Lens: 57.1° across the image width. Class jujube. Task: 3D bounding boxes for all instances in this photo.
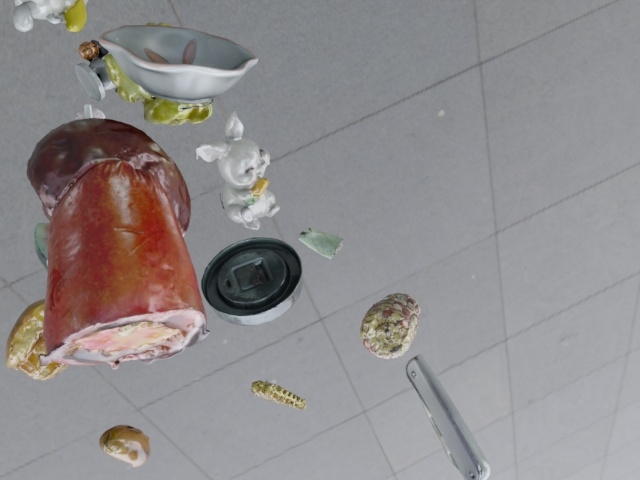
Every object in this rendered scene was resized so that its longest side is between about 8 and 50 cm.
[{"bbox_3d":[-0.426,-0.094,1.236,0.277,0.276,0.377,-25,161,-5],"label":"jujube"}]

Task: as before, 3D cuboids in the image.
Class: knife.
[{"bbox_3d":[0.245,0.355,1.168,0.041,0.265,0.073,-6,148,-38],"label":"knife"}]

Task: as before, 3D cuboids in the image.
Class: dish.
[{"bbox_3d":[-0.210,-0.254,0.879,0.229,0.229,0.081,-2,124,-24],"label":"dish"}]

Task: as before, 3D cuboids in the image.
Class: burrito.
[{"bbox_3d":[-0.001,0.002,1.584,0.118,0.074,0.044,23,137,5],"label":"burrito"}]

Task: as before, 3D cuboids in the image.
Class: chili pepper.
[{"bbox_3d":[-0.330,0.050,0.973,0.229,0.305,0.251,15,135,-39],"label":"chili pepper"}]

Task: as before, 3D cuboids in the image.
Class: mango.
[{"bbox_3d":[-0.376,0.392,1.134,0.063,0.077,0.127,-51,142,-8],"label":"mango"}]

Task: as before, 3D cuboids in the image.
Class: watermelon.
[{"bbox_3d":[-0.825,0.042,1.959,0.201,0.213,0.261,-34,151,-11],"label":"watermelon"}]

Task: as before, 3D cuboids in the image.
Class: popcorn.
[{"bbox_3d":[-0.348,-0.383,1.371,0.235,0.250,0.241,-10,105,27],"label":"popcorn"}]

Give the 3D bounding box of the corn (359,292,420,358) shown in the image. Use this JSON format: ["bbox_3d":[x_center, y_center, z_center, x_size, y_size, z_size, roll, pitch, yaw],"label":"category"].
[{"bbox_3d":[0.140,0.149,1.103,0.098,0.098,0.290,-44,173,14],"label":"corn"}]

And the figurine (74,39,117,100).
[{"bbox_3d":[-0.624,-0.549,1.798,0.236,0.133,0.176,-41,118,-28],"label":"figurine"}]

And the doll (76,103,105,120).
[{"bbox_3d":[-0.667,-0.327,1.702,0.081,0.207,0.129,-5,125,-15],"label":"doll"}]

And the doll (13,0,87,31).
[{"bbox_3d":[-0.692,-0.617,1.468,0.111,0.237,0.252,-31,178,30],"label":"doll"}]

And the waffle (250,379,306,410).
[{"bbox_3d":[-0.108,0.431,1.631,0.192,0.046,0.161,27,158,-24],"label":"waffle"}]

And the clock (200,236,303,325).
[{"bbox_3d":[-0.202,0.120,1.776,0.313,0.312,0.061,-21,137,-9],"label":"clock"}]

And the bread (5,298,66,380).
[{"bbox_3d":[-0.660,0.238,1.431,0.149,0.344,0.195,40,70,-9],"label":"bread"}]

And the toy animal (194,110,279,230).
[{"bbox_3d":[-0.227,-0.188,1.649,0.208,0.154,0.325,-54,133,-23],"label":"toy animal"}]
